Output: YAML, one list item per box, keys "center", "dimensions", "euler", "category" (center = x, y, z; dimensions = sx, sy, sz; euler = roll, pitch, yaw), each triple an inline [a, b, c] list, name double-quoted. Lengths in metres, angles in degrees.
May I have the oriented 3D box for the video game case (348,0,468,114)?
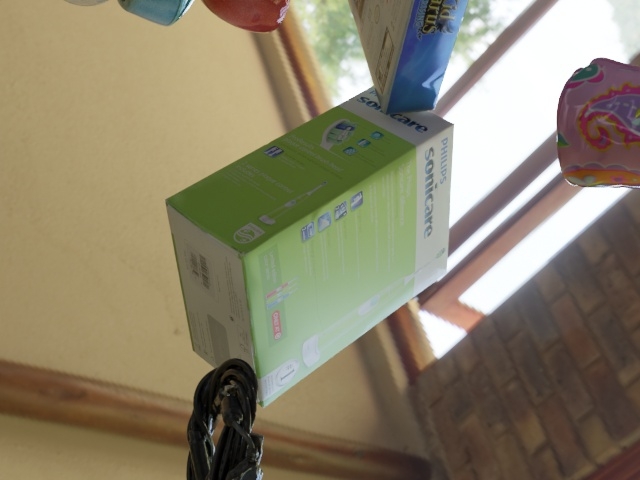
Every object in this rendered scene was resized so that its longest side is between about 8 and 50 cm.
- center: [0.081, -0.301, 0.943]
  dimensions: [0.061, 0.269, 0.244]
  euler: [-7, -122, -13]
  category: "video game case"

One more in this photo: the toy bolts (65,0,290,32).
- center: [-0.098, -0.248, 0.615]
  dimensions: [0.158, 0.228, 0.218]
  euler: [-9, -124, -28]
  category: "toy bolts"

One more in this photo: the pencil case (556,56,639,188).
- center: [0.345, -0.087, 0.828]
  dimensions: [0.284, 0.124, 0.124]
  euler: [9, -167, 29]
  category: "pencil case"

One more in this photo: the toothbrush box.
- center: [0.000, 0.000, 1.010]
  dimensions: [0.283, 0.206, 0.122]
  euler: [-32, -132, -29]
  category: "toothbrush box"

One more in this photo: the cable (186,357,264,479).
- center: [-0.096, 0.194, 0.846]
  dimensions: [0.047, 0.184, 0.150]
  euler: [8, -154, -21]
  category: "cable"
